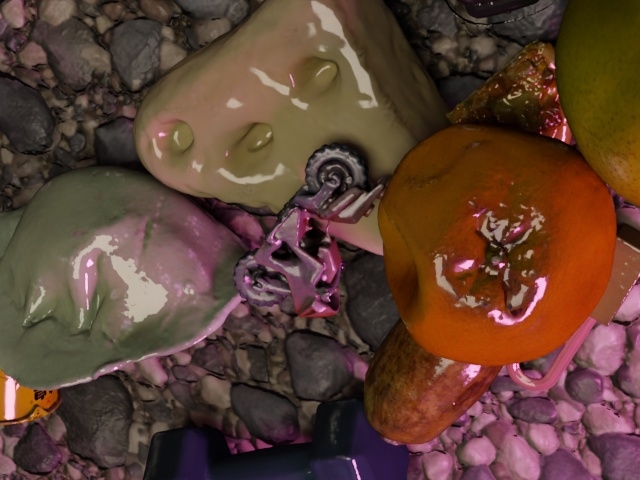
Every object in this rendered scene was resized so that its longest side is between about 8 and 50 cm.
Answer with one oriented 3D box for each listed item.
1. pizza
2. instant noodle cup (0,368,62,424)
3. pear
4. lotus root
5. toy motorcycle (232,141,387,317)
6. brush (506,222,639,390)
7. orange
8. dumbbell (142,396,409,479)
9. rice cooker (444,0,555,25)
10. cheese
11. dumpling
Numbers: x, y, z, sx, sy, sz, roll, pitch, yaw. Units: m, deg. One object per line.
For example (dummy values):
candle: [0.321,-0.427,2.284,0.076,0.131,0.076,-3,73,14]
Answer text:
pizza: [0.201,-0.119,1.495,0.134,0.046,0.175,-11,116,-3]
instant noodle cup: [-0.411,0.131,1.807,0.182,0.182,0.144,12,107,16]
pear: [0.349,-0.155,1.324,0.294,0.294,0.294,8,115,18]
lotus root: [0.140,0.121,1.592,0.128,0.145,0.260,30,120,-3]
toy motorcycle: [0.000,0.000,1.503,0.118,0.084,0.212,35,117,-2]
brush: [0.269,0.077,1.579,0.103,0.047,0.233,29,120,8]
orange: [0.177,0.006,1.407,0.249,0.183,0.249,0,106,-1]
dumbbell: [-0.055,0.279,1.740,0.316,0.156,0.143,-13,136,26]
rice cooker: [0.164,-0.314,1.407,0.142,0.118,0.203,-10,108,24]
cheese: [-0.013,-0.095,1.569,0.351,0.129,0.328,-32,102,34]
dumpling: [-0.238,0.049,1.689,0.320,0.211,0.270,-21,67,37]
